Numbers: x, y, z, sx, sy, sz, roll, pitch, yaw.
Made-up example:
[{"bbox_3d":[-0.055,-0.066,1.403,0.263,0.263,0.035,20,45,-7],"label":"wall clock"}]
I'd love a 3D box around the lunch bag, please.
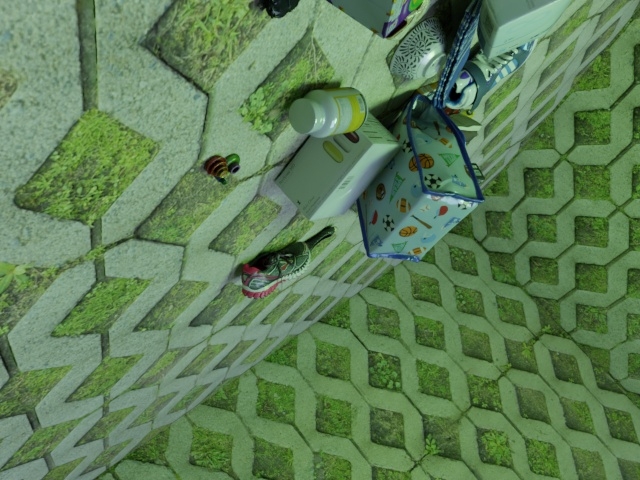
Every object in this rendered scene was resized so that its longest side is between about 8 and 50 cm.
[{"bbox_3d":[0.259,-0.181,1.633,0.239,0.385,0.328,8,142,-27],"label":"lunch bag"}]

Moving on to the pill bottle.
[{"bbox_3d":[0.017,-0.282,1.253,0.184,0.103,0.103,-22,156,-48],"label":"pill bottle"}]

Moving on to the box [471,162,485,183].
[{"bbox_3d":[0.383,-0.152,1.981,0.243,0.076,0.307,-5,151,-40],"label":"box"}]

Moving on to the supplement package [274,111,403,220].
[{"bbox_3d":[0.049,-0.199,1.478,0.262,0.145,0.204,-50,163,25],"label":"supplement package"}]

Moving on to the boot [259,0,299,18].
[{"bbox_3d":[-0.043,-0.406,0.884,0.121,0.045,0.099,-35,164,-11],"label":"boot"}]

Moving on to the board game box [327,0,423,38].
[{"bbox_3d":[0.136,-0.470,0.868,0.275,0.144,0.142,-47,168,-19],"label":"board game box"}]

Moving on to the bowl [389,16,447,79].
[{"bbox_3d":[0.260,-0.456,1.407,0.170,0.080,0.170,-37,165,-12],"label":"bowl"}]

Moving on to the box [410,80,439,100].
[{"bbox_3d":[0.318,-0.432,1.711,0.136,0.028,0.081,-27,159,-37],"label":"box"}]

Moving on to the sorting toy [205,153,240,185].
[{"bbox_3d":[-0.202,-0.149,1.209,0.061,0.042,0.102,-49,163,27],"label":"sorting toy"}]

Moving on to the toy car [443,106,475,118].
[{"bbox_3d":[0.437,-0.397,2.041,0.225,0.053,0.239,-49,162,28],"label":"toy car"}]

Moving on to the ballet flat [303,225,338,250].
[{"bbox_3d":[0.000,0.000,2.086,0.173,0.049,0.057,-33,164,-27],"label":"ballet flat"}]

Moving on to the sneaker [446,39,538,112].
[{"bbox_3d":[0.492,-0.518,1.686,0.236,0.130,0.323,-36,171,-40],"label":"sneaker"}]

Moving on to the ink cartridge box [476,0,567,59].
[{"bbox_3d":[0.535,-0.528,1.206,0.385,0.091,0.308,-19,-179,14],"label":"ink cartridge box"}]

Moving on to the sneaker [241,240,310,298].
[{"bbox_3d":[-0.137,0.078,1.867,0.299,0.121,0.112,-37,135,-44],"label":"sneaker"}]

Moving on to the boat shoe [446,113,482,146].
[{"bbox_3d":[0.398,-0.356,1.842,0.325,0.116,0.096,-7,131,-42],"label":"boat shoe"}]

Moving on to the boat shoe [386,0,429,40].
[{"bbox_3d":[0.182,-0.481,1.207,0.045,0.050,0.135,-32,163,-48],"label":"boat shoe"}]

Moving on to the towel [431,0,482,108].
[{"bbox_3d":[0.375,-0.516,1.434,0.243,0.040,0.336,-60,171,-24],"label":"towel"}]
